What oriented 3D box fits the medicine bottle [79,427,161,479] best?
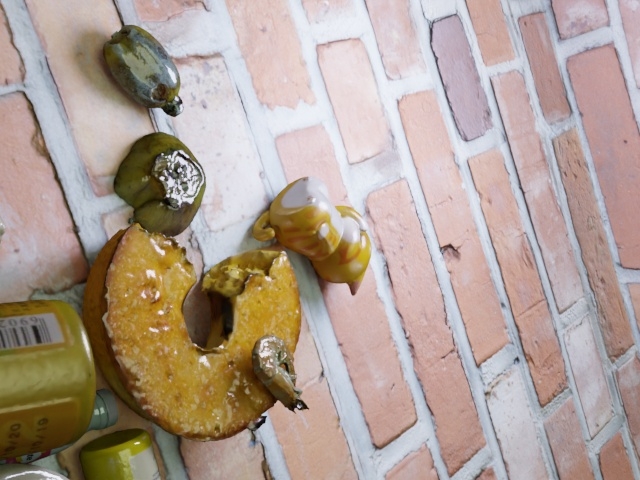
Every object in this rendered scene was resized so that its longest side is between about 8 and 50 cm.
[{"bbox_3d":[-0.328,0.441,1.344,0.122,0.122,0.212,-16,94,-42],"label":"medicine bottle"}]

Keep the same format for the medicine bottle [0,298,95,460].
[{"bbox_3d":[-0.527,0.206,1.072,0.385,0.224,0.224,-4,85,-40],"label":"medicine bottle"}]

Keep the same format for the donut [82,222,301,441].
[{"bbox_3d":[-0.246,0.169,1.444,0.435,0.163,0.377,20,71,-40],"label":"donut"}]

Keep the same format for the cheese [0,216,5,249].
[{"bbox_3d":[-0.606,0.017,1.163,0.174,0.251,0.247,-3,121,-55],"label":"cheese"}]

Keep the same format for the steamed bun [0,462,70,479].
[{"bbox_3d":[-0.513,0.507,1.078,0.343,0.255,0.367,18,56,-45],"label":"steamed bun"}]

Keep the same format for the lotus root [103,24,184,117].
[{"bbox_3d":[-0.329,-0.317,1.500,0.113,0.088,0.192,-47,115,-19],"label":"lotus root"}]

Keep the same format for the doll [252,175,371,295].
[{"bbox_3d":[0.005,-0.015,1.700,0.270,0.162,0.166,37,29,-25],"label":"doll"}]

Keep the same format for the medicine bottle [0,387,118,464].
[{"bbox_3d":[-0.443,0.304,1.286,0.217,0.090,0.090,-13,91,-43],"label":"medicine bottle"}]

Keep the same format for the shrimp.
[{"bbox_3d":[-0.072,0.253,1.469,0.180,0.041,0.099,58,35,-22],"label":"shrimp"}]

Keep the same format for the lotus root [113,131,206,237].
[{"bbox_3d":[-0.290,-0.111,1.508,0.183,0.078,0.203,33,64,-32],"label":"lotus root"}]
